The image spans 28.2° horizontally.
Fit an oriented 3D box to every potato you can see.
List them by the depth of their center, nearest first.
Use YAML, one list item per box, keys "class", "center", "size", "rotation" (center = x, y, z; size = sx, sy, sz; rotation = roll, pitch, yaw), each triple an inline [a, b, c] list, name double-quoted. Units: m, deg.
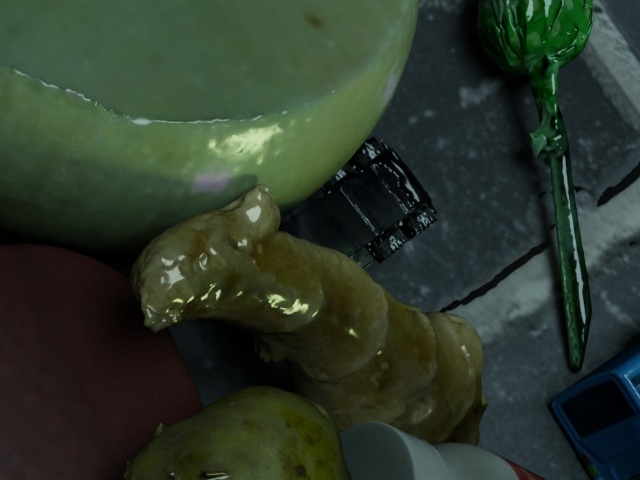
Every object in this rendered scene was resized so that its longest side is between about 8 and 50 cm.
- class: "potato"
  center: [-0.033, 0.117, 0.600]
  size: [0.138, 0.070, 0.092]
  rotation: [-20, 80, -46]

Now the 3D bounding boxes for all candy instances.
- class: "candy"
  center: [0.172, -0.065, 0.938]
  size: [0.097, 0.097, 0.324]
  rotation: [3, 74, -29]

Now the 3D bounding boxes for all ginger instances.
- class: "ginger"
  center: [-0.003, 0.065, 0.705]
  size: [0.294, 0.131, 0.086]
  rotation: [34, 5, -46]

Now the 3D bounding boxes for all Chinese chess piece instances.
- class: "Chinese chess piece"
  center: [-0.116, -0.157, 0.728]
  size: [0.349, 0.146, 0.349]
  rotation: [11, 55, -16]

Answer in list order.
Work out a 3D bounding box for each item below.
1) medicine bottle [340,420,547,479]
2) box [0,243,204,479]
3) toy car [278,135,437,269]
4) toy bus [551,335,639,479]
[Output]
- class: "medicine bottle"
  center: [0.104, 0.195, 0.708]
  size: [0.250, 0.131, 0.131]
  rotation: [30, 55, -30]
- class: "box"
  center: [-0.136, 0.194, 0.609]
  size: [0.263, 0.108, 0.404]
  rotation: [-14, 75, -37]
- class: "toy car"
  center: [0.000, 0.000, 0.808]
  size: [0.165, 0.062, 0.071]
  rotation: [-36, 87, -36]
- class: "toy bus"
  center: [0.260, 0.100, 0.894]
  size: [0.184, 0.090, 0.106]
  rotation: [-26, 80, -35]
